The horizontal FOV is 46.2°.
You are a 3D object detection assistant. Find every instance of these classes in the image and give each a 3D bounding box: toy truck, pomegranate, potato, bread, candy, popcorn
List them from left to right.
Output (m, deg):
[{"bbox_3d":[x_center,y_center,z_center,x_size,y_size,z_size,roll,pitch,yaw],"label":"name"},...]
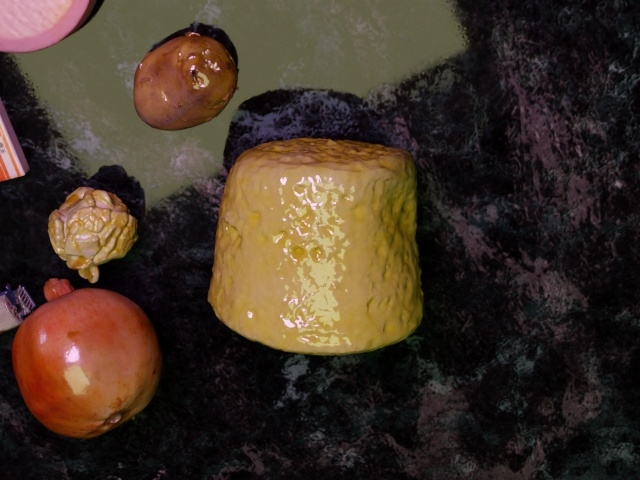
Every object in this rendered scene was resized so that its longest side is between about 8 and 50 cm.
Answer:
[{"bbox_3d":[-0.591,0.142,1.293,0.202,0.088,0.074,-23,114,4],"label":"toy truck"},{"bbox_3d":[-0.451,-0.391,1.084,0.255,0.094,0.255,-2,112,-5],"label":"candy"},{"bbox_3d":[-0.398,0.187,1.259,0.229,0.270,0.252,-24,160,-27],"label":"pomegranate"},{"bbox_3d":[-0.370,-0.016,1.228,0.136,0.141,0.162,1,73,-4],"label":"popcorn"},{"bbox_3d":[-0.207,-0.244,1.159,0.176,0.137,0.137,-14,115,23],"label":"potato"},{"bbox_3d":[0.000,0.000,1.161,0.348,0.348,0.307,2,109,-7],"label":"bread"}]

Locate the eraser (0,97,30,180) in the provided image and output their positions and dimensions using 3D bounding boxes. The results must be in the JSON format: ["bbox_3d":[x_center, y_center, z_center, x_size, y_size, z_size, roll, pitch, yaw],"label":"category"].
[{"bbox_3d":[-0.607,-0.152,1.197,0.230,0.038,0.157,-15,113,0],"label":"eraser"}]
